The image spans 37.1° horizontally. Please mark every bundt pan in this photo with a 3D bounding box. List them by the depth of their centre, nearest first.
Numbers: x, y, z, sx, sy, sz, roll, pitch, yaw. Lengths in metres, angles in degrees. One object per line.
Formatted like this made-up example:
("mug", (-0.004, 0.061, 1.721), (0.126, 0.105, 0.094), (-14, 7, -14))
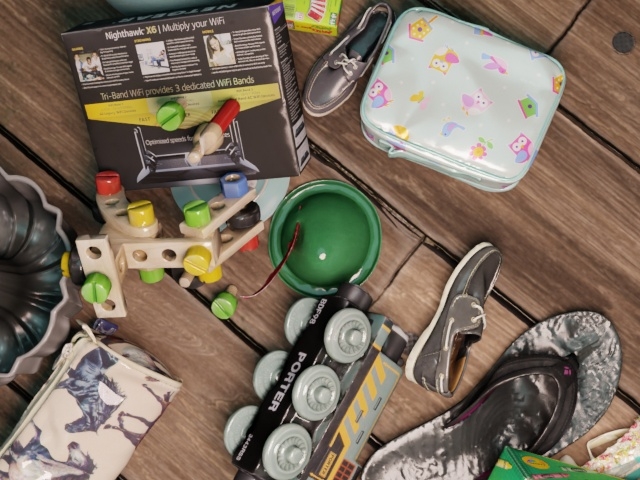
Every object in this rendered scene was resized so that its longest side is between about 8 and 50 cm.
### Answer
("bundt pan", (-0.482, 0.064, 1.381), (0.331, 0.124, 0.331), (-4, 75, 13))

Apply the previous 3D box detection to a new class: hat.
("hat", (0.000, 0.000, 1.362), (0.173, 0.183, 0.208), (10, 84, 4))

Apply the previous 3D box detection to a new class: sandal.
("sandal", (0.260, 0.265, 1.357), (0.446, 0.107, 0.167), (-37, 84, -5))

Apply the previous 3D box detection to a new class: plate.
("plate", (-0.141, -0.106, 1.461), (0.188, 0.024, 0.188), (0, 82, 2))

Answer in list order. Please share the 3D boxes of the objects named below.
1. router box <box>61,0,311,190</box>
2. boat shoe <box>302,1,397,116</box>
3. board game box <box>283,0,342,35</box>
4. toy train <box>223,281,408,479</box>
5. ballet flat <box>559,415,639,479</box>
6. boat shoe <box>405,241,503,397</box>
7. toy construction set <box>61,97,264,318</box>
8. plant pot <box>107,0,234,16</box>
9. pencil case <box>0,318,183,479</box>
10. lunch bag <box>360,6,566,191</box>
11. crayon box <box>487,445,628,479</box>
("router box", (-0.187, -0.203, 1.360), (0.309, 0.081, 0.243), (-3, 114, 14))
("boat shoe", (0.041, -0.281, 1.455), (0.075, 0.065, 0.206), (39, 86, 6))
("board game box", (-0.005, -0.417, 1.484), (0.092, 0.043, 0.181), (9, 84, 3))
("toy train", (0.003, 0.228, 1.337), (0.190, 0.142, 0.334), (40, 71, -34))
("ballet flat", (0.392, 0.331, 1.371), (0.241, 0.091, 0.077), (-27, 53, -6))
("boat shoe", (0.211, 0.115, 1.380), (0.079, 0.084, 0.233), (22, 83, 45))
("toy construction set", (-0.208, -0.024, 1.271), (0.257, 0.237, 0.309), (24, 121, -1))
("plant pot", (-0.230, -0.433, 1.403), (0.290, 0.290, 0.195), (49, 123, 7))
("pencil case", (-0.385, 0.310, 1.346), (0.183, 0.160, 0.410), (38, 86, -19))
("lunch bag", (0.200, -0.204, 1.419), (0.279, 0.108, 0.224), (23, 88, 6))
("crayon box", (0.340, 0.395, 1.283), (0.278, 0.081, 0.165), (18, 106, -18))
